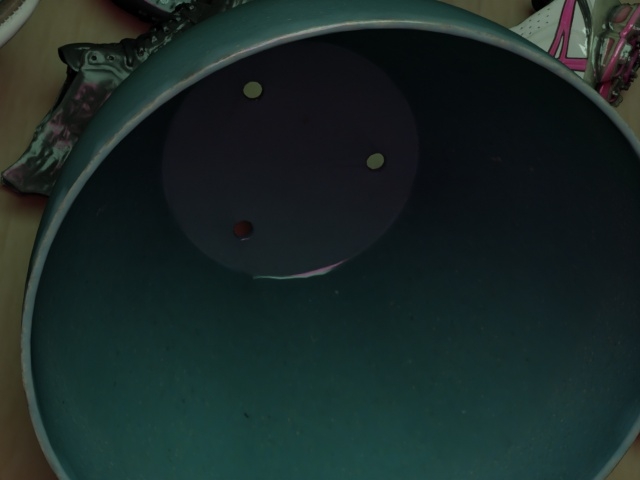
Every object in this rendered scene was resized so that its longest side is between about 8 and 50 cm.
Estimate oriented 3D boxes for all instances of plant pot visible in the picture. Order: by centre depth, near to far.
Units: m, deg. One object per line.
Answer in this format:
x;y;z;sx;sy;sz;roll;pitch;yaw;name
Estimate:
0.000;0.000;0.810;0.290;0.290;0.195;5;26;-15;plant pot

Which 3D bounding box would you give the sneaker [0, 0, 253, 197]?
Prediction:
-0.100;-0.091;0.910;0.089;0.051;0.170;24;83;-15;sneaker

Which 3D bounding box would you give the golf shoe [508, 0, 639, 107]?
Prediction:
0.127;-0.084;0.994;0.086;0.067;0.186;24;51;15;golf shoe

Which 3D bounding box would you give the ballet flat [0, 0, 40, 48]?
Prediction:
-0.300;-0.037;0.796;0.400;0.139;0.139;-35;77;-35;ballet flat

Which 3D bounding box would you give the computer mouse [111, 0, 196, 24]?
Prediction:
-0.019;-0.125;0.986;0.242;0.041;0.071;23;73;-13;computer mouse
